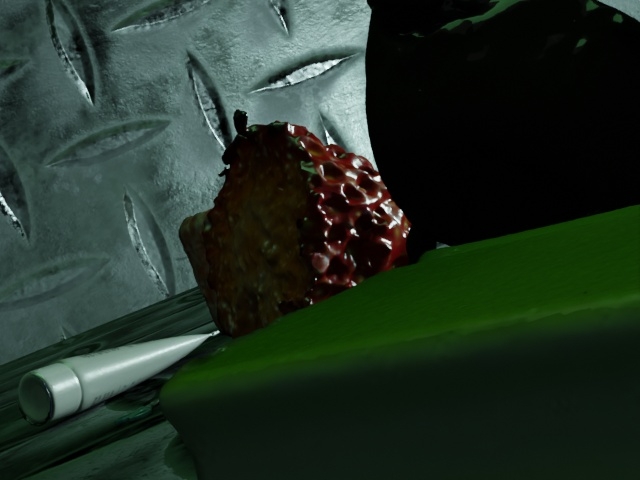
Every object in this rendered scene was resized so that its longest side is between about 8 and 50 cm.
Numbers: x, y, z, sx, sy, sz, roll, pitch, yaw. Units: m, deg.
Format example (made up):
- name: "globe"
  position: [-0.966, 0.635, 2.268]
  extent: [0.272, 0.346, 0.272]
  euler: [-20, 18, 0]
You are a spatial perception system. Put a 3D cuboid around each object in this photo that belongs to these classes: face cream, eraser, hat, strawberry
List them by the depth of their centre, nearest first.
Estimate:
- name: "eraser"
  position: [0.101, 0.043, 0.492]
  extent: [0.274, 0.092, 0.210]
  euler: [-17, 5, 44]
- name: "hat"
  position: [0.162, -0.015, 0.773]
  extent: [0.336, 0.208, 0.238]
  euler: [20, -4, -22]
- name: "strawberry"
  position: [0.000, 0.000, 1.184]
  extent: [0.178, 0.233, 0.234]
  euler: [4, -11, -30]
- name: "face cream"
  position: [-0.220, 0.140, 1.381]
  extent: [0.092, 0.058, 0.244]
  euler: [-27, -7, 39]

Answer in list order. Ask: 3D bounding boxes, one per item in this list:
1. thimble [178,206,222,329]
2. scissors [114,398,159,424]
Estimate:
- name: "thimble"
  position: [-0.053, 0.003, 1.588]
  extent: [0.239, 0.162, 0.239]
  euler: [-22, 2, 1]
- name: "scissors"
  position: [-0.155, 0.150, 1.151]
  extent: [0.036, 0.006, 0.083]
  euler: [-18, 4, 22]
